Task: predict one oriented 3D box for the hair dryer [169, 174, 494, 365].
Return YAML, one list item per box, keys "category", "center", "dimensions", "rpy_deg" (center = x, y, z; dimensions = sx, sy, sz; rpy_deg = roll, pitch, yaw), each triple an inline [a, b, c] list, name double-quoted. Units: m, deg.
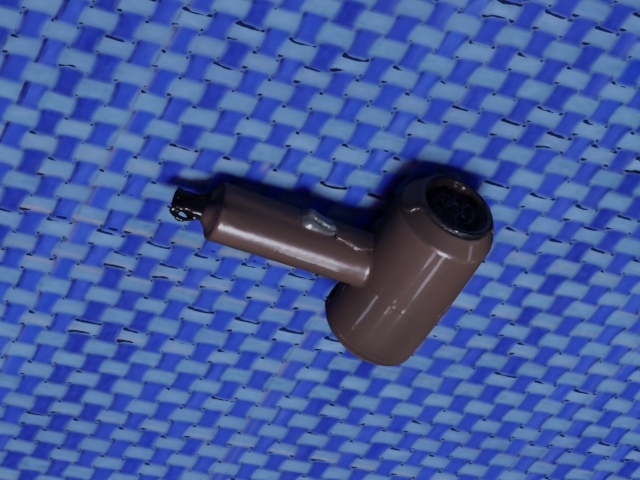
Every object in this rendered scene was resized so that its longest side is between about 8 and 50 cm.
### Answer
- category: "hair dryer"
  center: [0.000, 0.000, 1.088]
  dimensions: [0.181, 0.064, 0.117]
  rpy_deg: [17, 130, -19]
